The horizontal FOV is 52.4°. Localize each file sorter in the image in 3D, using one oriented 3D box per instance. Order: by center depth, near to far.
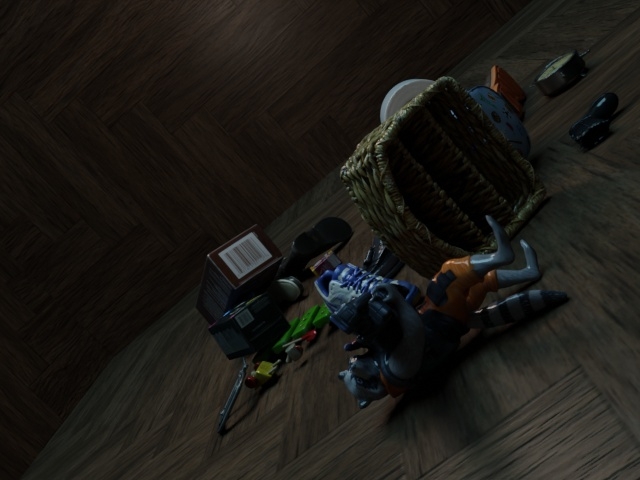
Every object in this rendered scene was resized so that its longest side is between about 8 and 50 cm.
[{"bbox_3d":[-0.204,0.237,1.849,0.118,0.104,0.170,-42,10,1],"label":"file sorter"}]

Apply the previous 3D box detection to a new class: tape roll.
[{"bbox_3d":[0.329,-0.420,2.198,0.246,0.246,0.169,-40,11,9],"label":"tape roll"}]

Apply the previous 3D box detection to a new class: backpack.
[{"bbox_3d":[0.318,-0.211,1.400,0.213,0.276,0.263,-29,9,32],"label":"backpack"}]

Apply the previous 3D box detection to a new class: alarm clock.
[{"bbox_3d":[0.615,-0.431,1.704,0.129,0.064,0.192,-44,13,-12],"label":"alarm clock"}]

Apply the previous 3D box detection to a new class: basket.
[{"bbox_3d":[0.213,-0.096,1.154,0.223,0.299,0.213,-32,15,44],"label":"basket"}]

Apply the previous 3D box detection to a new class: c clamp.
[{"bbox_3d":[-0.196,0.352,1.465,0.161,0.022,0.137,-66,9,-4],"label":"c clamp"}]

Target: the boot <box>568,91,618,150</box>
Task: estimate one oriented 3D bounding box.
[{"bbox_3d":[0.530,-0.228,1.244,0.121,0.045,0.099,-46,6,19],"label":"boot"}]

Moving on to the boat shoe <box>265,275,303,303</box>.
[{"bbox_3d":[-0.099,0.134,1.940,0.079,0.084,0.233,-43,6,-20],"label":"boat shoe"}]

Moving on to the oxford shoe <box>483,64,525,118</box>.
[{"bbox_3d":[0.493,-0.398,1.857,0.133,0.130,0.364,-44,6,33],"label":"oxford shoe"}]

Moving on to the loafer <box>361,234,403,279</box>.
[{"bbox_3d":[0.162,-0.001,1.512,0.302,0.095,0.109,-47,12,-26],"label":"loafer"}]

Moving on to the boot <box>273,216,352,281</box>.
[{"bbox_3d":[-0.040,0.038,2.078,0.263,0.091,0.229,-23,-19,-35],"label":"boot"}]

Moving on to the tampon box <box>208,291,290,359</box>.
[{"bbox_3d":[-0.175,0.208,1.569,0.120,0.101,0.161,-35,4,-33],"label":"tampon box"}]

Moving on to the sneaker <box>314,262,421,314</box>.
[{"bbox_3d":[0.077,0.108,1.294,0.112,0.131,0.296,-45,12,-26],"label":"sneaker"}]

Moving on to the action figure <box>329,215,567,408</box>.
[{"bbox_3d":[0.150,0.117,0.900,0.330,0.178,0.341,-44,-15,16],"label":"action figure"}]

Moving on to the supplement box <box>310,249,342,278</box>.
[{"bbox_3d":[0.016,0.072,1.887,0.083,0.043,0.055,-42,10,-2],"label":"supplement box"}]

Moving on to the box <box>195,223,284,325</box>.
[{"bbox_3d":[-0.259,0.130,2.005,0.191,0.143,0.381,-35,-12,-28],"label":"box"}]

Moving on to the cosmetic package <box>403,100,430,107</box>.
[{"bbox_3d":[0.261,-0.231,1.729,0.225,0.224,0.138,-45,11,-17],"label":"cosmetic package"}]

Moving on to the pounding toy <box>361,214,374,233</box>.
[{"bbox_3d":[0.220,-0.137,1.916,0.183,0.110,0.237,-121,50,-68],"label":"pounding toy"}]

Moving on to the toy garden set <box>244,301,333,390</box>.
[{"bbox_3d":[-0.059,0.239,1.487,0.244,0.049,0.204,-35,11,29],"label":"toy garden set"}]
